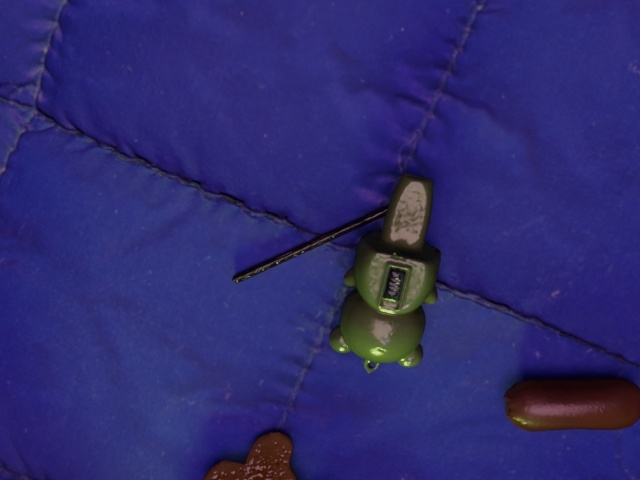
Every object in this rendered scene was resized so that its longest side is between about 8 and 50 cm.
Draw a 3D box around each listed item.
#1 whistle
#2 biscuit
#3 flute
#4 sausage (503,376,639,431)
[{"bbox_3d":[0.097,0.048,1.564,0.131,0.106,0.288,12,107,0],"label":"whistle"},{"bbox_3d":[-0.061,0.409,1.657,0.165,0.036,0.250,-30,78,1],"label":"biscuit"},{"bbox_3d":[0.000,0.000,1.599,0.269,0.014,0.014,-25,104,8],"label":"flute"},{"bbox_3d":[0.353,0.228,1.629,0.194,0.077,0.077,-1,106,1],"label":"sausage"}]
